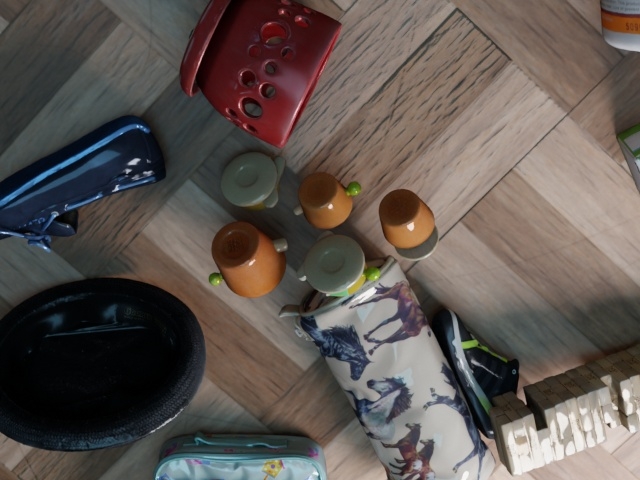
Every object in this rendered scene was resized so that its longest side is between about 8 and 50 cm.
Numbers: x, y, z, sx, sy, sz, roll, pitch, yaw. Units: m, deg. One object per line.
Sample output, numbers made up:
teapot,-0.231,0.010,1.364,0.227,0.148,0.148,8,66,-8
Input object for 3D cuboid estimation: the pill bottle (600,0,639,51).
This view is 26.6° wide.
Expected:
pill bottle,0.464,-0.452,1.729,0.224,0.224,0.392,-6,109,3

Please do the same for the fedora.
fedora,-0.326,0.209,1.978,0.334,0.334,0.152,-5,139,2

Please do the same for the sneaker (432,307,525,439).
sneaker,0.247,0.189,2.041,0.097,0.084,0.234,-29,111,-7

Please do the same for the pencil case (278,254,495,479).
pencil case,0.109,0.223,2.001,0.184,0.160,0.410,-21,108,21

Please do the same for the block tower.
block tower,0.414,0.236,1.999,0.336,0.091,0.097,-18,110,-8

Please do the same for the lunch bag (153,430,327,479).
lunch bag,-0.127,0.405,2.092,0.279,0.108,0.224,-1,109,1

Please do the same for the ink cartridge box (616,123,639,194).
ink cartridge box,0.504,-0.052,1.849,0.097,0.255,0.188,-24,107,9

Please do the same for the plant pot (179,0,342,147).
plant pot,-0.085,-0.244,1.832,0.174,0.191,0.191,26,108,1

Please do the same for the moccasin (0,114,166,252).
moccasin,-0.378,-0.050,1.925,0.342,0.137,0.116,-26,111,10

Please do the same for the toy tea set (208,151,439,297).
toy tea set,0.000,0.000,1.910,0.336,0.124,0.200,11,70,23
